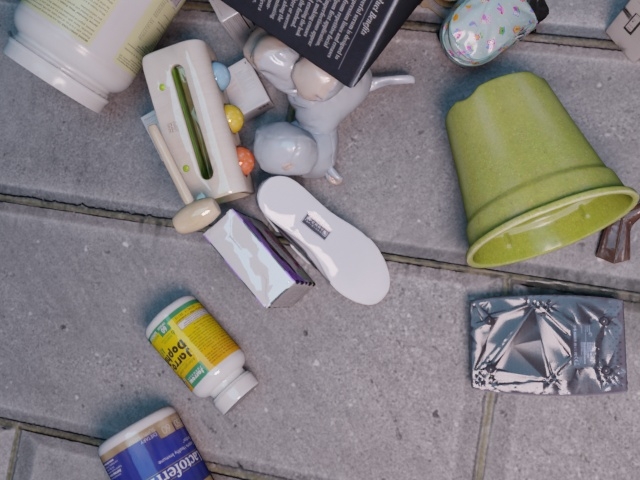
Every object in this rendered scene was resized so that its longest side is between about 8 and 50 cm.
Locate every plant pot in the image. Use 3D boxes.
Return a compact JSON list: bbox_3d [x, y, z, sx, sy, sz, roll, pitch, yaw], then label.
[{"bbox_3d":[0.331,-0.124,1.059,0.276,0.276,0.254,-19,71,7],"label":"plant pot"}]

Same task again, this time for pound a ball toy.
[{"bbox_3d":[-0.200,-0.180,1.105,0.136,0.208,0.319,-17,89,7],"label":"pound a ball toy"}]

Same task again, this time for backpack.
[{"bbox_3d":[0.295,-0.395,1.142,0.182,0.115,0.152,-40,92,9],"label":"backpack"}]

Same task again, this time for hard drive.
[{"bbox_3d":[0.387,0.180,1.107,0.255,0.054,0.172,-1,84,9],"label":"hard drive"}]

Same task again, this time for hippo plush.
[{"bbox_3d":[-0.034,-0.238,1.159,0.234,0.294,0.236,36,118,29],"label":"hippo plush"}]

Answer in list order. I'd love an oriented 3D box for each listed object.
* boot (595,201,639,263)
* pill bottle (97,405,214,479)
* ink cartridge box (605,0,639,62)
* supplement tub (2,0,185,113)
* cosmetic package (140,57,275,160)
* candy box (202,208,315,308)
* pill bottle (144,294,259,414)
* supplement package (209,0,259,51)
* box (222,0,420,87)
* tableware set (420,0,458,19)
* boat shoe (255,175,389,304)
[{"bbox_3d":[0.539,-0.011,1.109,0.106,0.037,0.114,7,82,23],"label":"boot"},{"bbox_3d":[-0.269,0.444,1.139,0.153,0.153,0.264,-33,81,5],"label":"pill bottle"},{"bbox_3d":[0.583,-0.399,1.056,0.148,0.203,0.086,-38,82,4],"label":"ink cartridge box"},{"bbox_3d":[-0.416,-0.430,1.205,0.235,0.235,0.325,34,91,11],"label":"supplement tub"},{"bbox_3d":[-0.217,-0.248,1.242,0.239,0.060,0.099,-27,86,6],"label":"cosmetic package"},{"bbox_3d":[-0.100,0.036,1.127,0.070,0.196,0.165,-42,80,4],"label":"candy box"},{"bbox_3d":[-0.212,0.211,1.169,0.117,0.117,0.208,-44,80,3],"label":"pill bottle"},{"bbox_3d":[-0.122,-0.508,1.207,0.203,0.149,0.194,-30,80,6],"label":"supplement package"},{"bbox_3d":[-0.015,-0.480,0.966,0.395,0.212,0.293,34,57,0],"label":"box"},{"bbox_3d":[0.206,-0.516,1.210,0.194,0.039,0.128,36,91,11],"label":"tableware set"},{"bbox_3d":[0.000,0.000,1.167,0.301,0.102,0.108,40,84,-11],"label":"boat shoe"}]
